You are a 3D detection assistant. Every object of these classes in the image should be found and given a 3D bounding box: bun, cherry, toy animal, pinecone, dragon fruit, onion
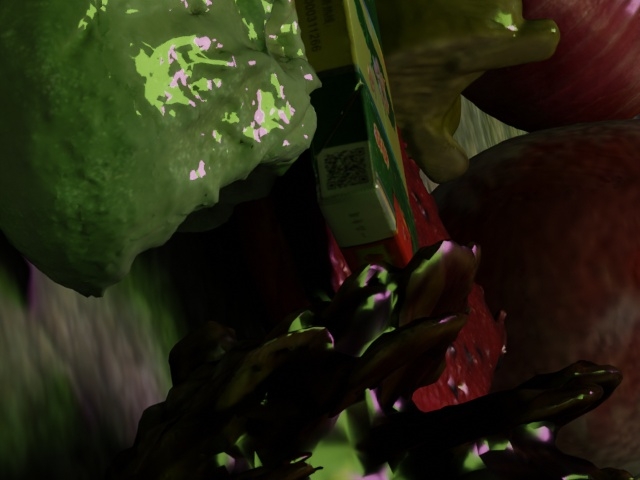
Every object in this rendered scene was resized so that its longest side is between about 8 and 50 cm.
[{"bbox_3d":[-0.074,-0.075,0.767,0.212,0.126,0.204,-84,154,-48],"label":"bun"},{"bbox_3d":[0.220,0.047,1.376,0.291,0.335,0.326,63,-10,10],"label":"cherry"},{"bbox_3d":[0.071,-0.228,1.287,0.181,0.180,0.363,116,-17,-52],"label":"toy animal"},{"bbox_3d":[0.026,0.154,0.703,0.298,0.242,0.296,43,34,-71],"label":"pinecone"},{"bbox_3d":[0.000,0.000,0.997,0.343,0.100,0.282,62,16,-18],"label":"dragon fruit"},{"bbox_3d":[0.195,-0.263,1.604,0.353,0.353,0.354,-13,90,-75],"label":"onion"}]

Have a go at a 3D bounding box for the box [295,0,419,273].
[{"bbox_3d":[0.013,-0.090,0.896,0.132,0.034,0.235,65,15,-58],"label":"box"}]
